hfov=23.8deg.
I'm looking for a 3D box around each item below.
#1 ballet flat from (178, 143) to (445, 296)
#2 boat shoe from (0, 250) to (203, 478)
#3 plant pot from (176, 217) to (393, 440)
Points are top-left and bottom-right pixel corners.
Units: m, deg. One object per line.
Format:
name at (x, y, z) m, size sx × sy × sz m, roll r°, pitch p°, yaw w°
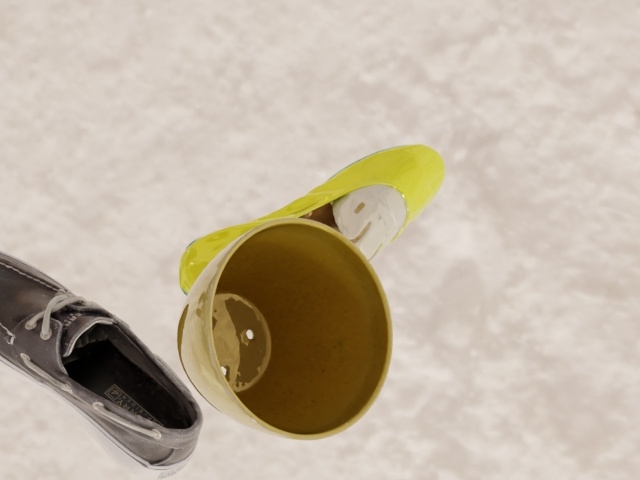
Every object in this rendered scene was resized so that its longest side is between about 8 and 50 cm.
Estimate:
ballet flat at (0.000, 0.000, 1.184) m, size 0.231 × 0.077 × 0.077 m, roll -23°, pitch 32°, yaw -1°
boat shoe at (-0.230, 0.095, 1.391) m, size 0.301 × 0.108 × 0.102 m, roll 41°, pitch 145°, yaw 10°
plant pot at (-0.037, 0.060, 0.945) m, size 0.095 × 0.134 × 0.134 m, roll -17°, pitch 70°, yaw 53°
